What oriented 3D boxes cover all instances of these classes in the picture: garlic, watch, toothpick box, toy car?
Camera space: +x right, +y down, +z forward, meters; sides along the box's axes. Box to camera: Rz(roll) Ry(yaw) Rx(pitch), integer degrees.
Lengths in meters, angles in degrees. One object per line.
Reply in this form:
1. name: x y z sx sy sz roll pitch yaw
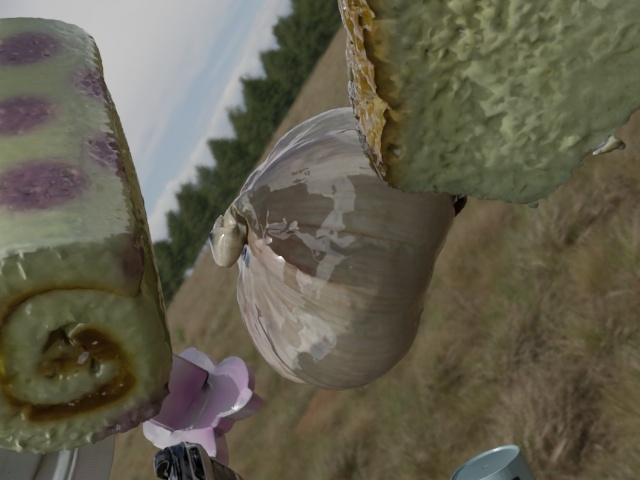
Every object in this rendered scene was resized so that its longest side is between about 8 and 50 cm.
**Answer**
1. garlic: 0.015 0.005 0.989 0.322 0.241 0.322 -63 -2 -3
2. watch: -0.253 0.230 1.376 0.248 0.217 0.211 14 73 52
3. toothpick box: 0.122 0.178 0.574 0.052 0.083 0.052 -28 0 0
4. toy car: -0.109 0.286 0.910 0.089 0.108 0.210 -114 24 -50

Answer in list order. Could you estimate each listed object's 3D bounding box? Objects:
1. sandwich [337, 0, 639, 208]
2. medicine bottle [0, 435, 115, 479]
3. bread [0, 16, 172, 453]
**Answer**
1. sandwich: 0.137 -0.181 0.678 0.131 0.262 0.326 -110 4 -52
2. medicine bottle: -0.328 0.166 0.757 0.161 0.296 0.111 -58 41 17
3. bread: -0.212 -0.022 0.684 0.338 0.155 0.187 -114 14 -49
